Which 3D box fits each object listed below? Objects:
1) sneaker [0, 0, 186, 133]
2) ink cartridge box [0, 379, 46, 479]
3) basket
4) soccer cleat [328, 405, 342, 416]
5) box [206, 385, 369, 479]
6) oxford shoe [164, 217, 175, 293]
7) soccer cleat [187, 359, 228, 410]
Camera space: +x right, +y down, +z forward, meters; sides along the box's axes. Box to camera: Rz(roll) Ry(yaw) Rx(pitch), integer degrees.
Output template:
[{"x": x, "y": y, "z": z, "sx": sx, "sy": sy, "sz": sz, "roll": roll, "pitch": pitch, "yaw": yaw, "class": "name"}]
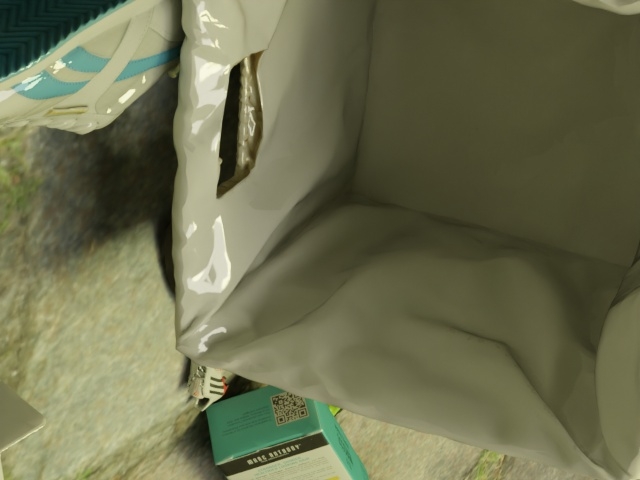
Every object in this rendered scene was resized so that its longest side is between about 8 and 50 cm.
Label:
[{"x": -0.160, "y": -0.099, "z": 0.770, "sx": 0.229, "sy": 0.087, "sz": 0.092, "roll": -32, "pitch": 143, "yaw": -35, "class": "sneaker"}, {"x": -0.268, "y": 0.152, "z": 0.819, "sx": 0.181, "sy": 0.104, "sz": 0.061, "roll": -34, "pitch": 142, "yaw": -36, "class": "ink cartridge box"}, {"x": 0.106, "y": -0.072, "z": 0.875, "sx": 0.266, "sy": 0.331, "sz": 0.328, "roll": -47, "pitch": 148, "yaw": -55, "class": "basket"}, {"x": 0.032, "y": 0.101, "z": 1.276, "sx": 0.179, "sy": 0.060, "sz": 0.072, "roll": -61, "pitch": 163, "yaw": 4, "class": "soccer cleat"}, {"x": -0.021, "y": 0.214, "z": 1.251, "sx": 0.100, "sy": 0.060, "sz": 0.244, "roll": -18, "pitch": 147, "yaw": 5, "class": "box"}, {"x": -0.068, "y": 0.026, "z": 1.063, "sx": 0.212, "sy": 0.076, "sz": 0.076, "roll": 67, "pitch": 30, "yaw": -52, "class": "oxford shoe"}, {"x": -0.098, "y": 0.113, "z": 1.118, "sx": 0.035, "sy": 0.029, "sz": 0.083, "roll": -47, "pitch": 154, "yaw": -27, "class": "soccer cleat"}]
